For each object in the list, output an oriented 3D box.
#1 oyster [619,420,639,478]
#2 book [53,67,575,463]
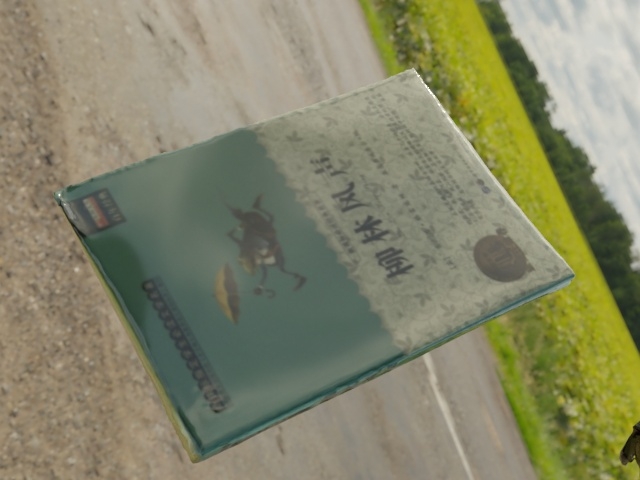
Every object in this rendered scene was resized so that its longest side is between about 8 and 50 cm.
[{"bbox_3d":[0.263,0.099,0.599,0.133,0.337,0.198,26,-13,-3],"label":"oyster"},{"bbox_3d":[0.000,0.000,0.865,0.264,0.379,0.031,55,-29,23],"label":"book"}]
